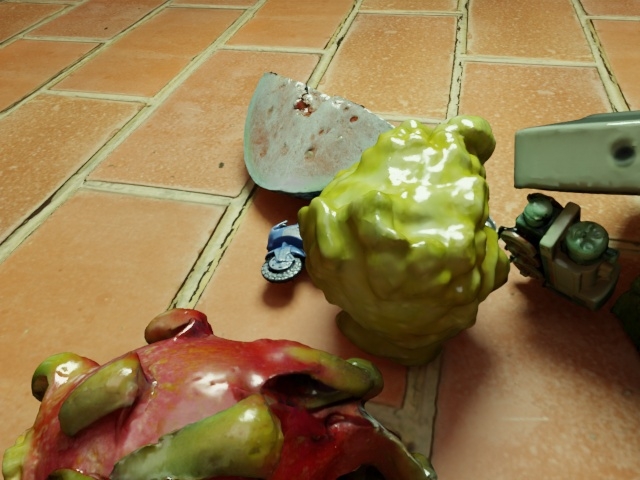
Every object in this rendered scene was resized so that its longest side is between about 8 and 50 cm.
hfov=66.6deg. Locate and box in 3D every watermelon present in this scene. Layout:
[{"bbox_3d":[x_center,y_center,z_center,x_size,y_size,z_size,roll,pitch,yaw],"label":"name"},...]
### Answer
[{"bbox_3d":[0.000,-0.148,0.830,0.175,0.188,0.322,23,14,-42],"label":"watermelon"}]

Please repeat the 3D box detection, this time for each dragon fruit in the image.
[{"bbox_3d":[-0.081,0.178,0.410,0.243,0.307,0.227,-32,50,32],"label":"dragon fruit"}]

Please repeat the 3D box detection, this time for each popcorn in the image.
[{"bbox_3d":[0.104,-0.007,0.554,0.235,0.241,0.250,27,61,5],"label":"popcorn"}]

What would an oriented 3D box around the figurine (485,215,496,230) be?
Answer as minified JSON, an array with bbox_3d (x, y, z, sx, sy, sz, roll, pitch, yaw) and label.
[{"bbox_3d":[0.198,-0.004,0.680,0.086,0.094,0.082,4,75,-35],"label":"figurine"}]

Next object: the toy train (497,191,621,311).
[{"bbox_3d":[0.289,0.013,0.580,0.125,0.194,0.080,34,87,33],"label":"toy train"}]

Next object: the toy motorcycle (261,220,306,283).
[{"bbox_3d":[0.000,0.000,0.704,0.205,0.076,0.114,-22,38,-20],"label":"toy motorcycle"}]

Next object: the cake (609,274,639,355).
[{"bbox_3d":[0.419,0.132,0.506,0.100,0.099,0.235,-7,43,0],"label":"cake"}]

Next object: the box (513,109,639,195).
[{"bbox_3d":[0.449,-0.086,0.505,0.373,0.090,0.367,-4,8,-39],"label":"box"}]
